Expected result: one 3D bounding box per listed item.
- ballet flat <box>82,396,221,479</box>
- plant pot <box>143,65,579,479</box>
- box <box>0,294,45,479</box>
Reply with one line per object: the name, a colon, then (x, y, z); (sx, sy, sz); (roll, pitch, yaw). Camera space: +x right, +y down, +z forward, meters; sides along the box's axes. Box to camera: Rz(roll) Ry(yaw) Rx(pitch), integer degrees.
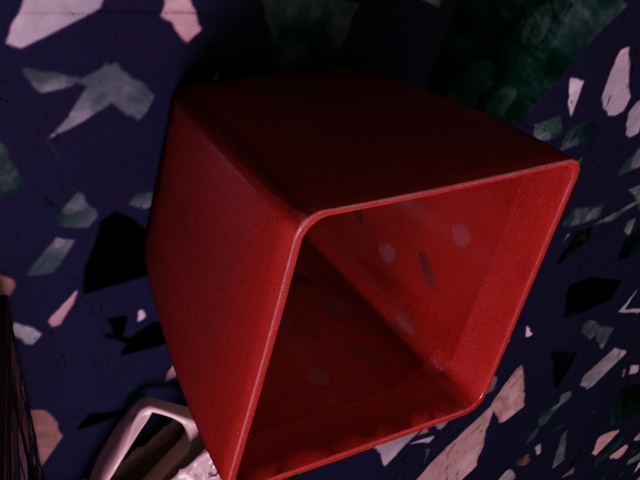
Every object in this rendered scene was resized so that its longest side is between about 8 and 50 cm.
ballet flat: (-0.102, 0.174, 1.185); (0.409, 0.147, 0.147); (-47, 144, 3)
plant pot: (0.000, 0.000, 1.008); (0.267, 0.236, 0.267); (-12, 133, -35)
box: (-0.253, 0.246, 0.968); (0.073, 0.295, 0.293); (-6, 135, -9)
